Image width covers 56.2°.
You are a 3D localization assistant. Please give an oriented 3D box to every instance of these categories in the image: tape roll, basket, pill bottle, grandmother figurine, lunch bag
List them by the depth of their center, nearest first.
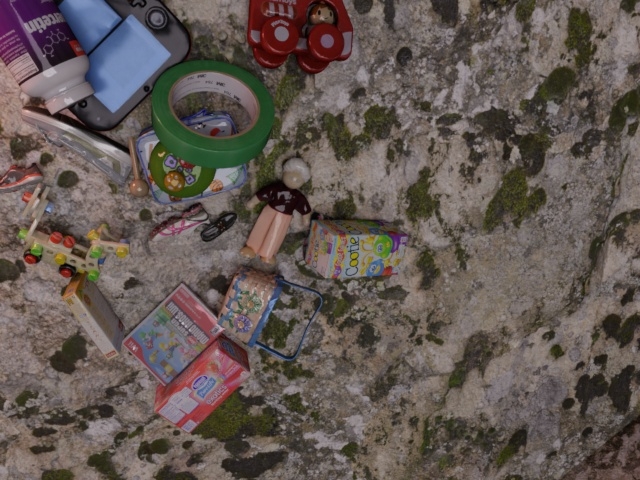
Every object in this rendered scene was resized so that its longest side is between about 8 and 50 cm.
[{"bbox_3d":[-0.698,-0.484,1.476,0.181,0.181,0.323,-28,109,-1],"label":"pill bottle"},{"bbox_3d":[-0.286,-0.341,1.605,0.321,0.321,0.077,6,149,-14],"label":"tape roll"},{"bbox_3d":[-0.363,-0.245,1.726,0.303,0.115,0.243,-15,111,-5],"label":"lunch bag"},{"bbox_3d":[-0.120,-0.095,1.845,0.208,0.104,0.342,15,110,-26],"label":"grandmother figurine"},{"bbox_3d":[-0.167,0.230,1.902,0.289,0.201,0.254,21,104,-9],"label":"basket"}]

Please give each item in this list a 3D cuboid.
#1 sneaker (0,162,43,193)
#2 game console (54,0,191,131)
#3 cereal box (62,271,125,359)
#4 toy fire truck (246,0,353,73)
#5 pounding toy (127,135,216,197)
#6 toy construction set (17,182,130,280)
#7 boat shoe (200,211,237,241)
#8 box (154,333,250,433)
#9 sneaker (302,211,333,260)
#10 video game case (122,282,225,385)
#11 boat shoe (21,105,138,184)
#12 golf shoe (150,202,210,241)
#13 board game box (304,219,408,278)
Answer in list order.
[{"bbox_3d":[-0.860,-0.177,1.683,0.158,0.061,0.065,-18,87,-6],"label":"sneaker"},{"bbox_3d":[-0.579,-0.523,1.599,0.386,0.060,0.342,-42,114,5],"label":"game console"},{"bbox_3d":[-0.676,0.221,1.804,0.047,0.173,0.240,-26,113,-2],"label":"cereal box"},{"bbox_3d":[-0.055,-0.606,1.638,0.302,0.169,0.254,3,92,-14],"label":"toy fire truck"},{"bbox_3d":[-0.402,-0.194,1.620,0.237,0.110,0.183,-2,107,-9],"label":"pounding toy"},{"bbox_3d":[-0.724,-0.006,1.717,0.328,0.151,0.215,36,124,-15],"label":"toy construction set"},{"bbox_3d":[-0.312,-0.040,1.854,0.133,0.042,0.049,-35,112,1],"label":"boat shoe"},{"bbox_3d":[-0.390,0.462,1.976,0.300,0.142,0.154,-45,113,7],"label":"box"},{"bbox_3d":[0.000,0.000,1.925,0.077,0.072,0.178,6,115,-25],"label":"sneaker"},{"bbox_3d":[-0.470,0.302,1.927,0.285,0.025,0.204,-43,94,6],"label":"video game case"},{"bbox_3d":[-0.668,-0.265,1.650,0.320,0.118,0.103,27,99,-27],"label":"boat shoe"},{"bbox_3d":[-0.424,-0.037,1.814,0.186,0.067,0.086,-28,111,0],"label":"golf shoe"},{"bbox_3d":[0.112,0.023,1.876,0.275,0.142,0.144,-1,112,-30],"label":"board game box"}]
